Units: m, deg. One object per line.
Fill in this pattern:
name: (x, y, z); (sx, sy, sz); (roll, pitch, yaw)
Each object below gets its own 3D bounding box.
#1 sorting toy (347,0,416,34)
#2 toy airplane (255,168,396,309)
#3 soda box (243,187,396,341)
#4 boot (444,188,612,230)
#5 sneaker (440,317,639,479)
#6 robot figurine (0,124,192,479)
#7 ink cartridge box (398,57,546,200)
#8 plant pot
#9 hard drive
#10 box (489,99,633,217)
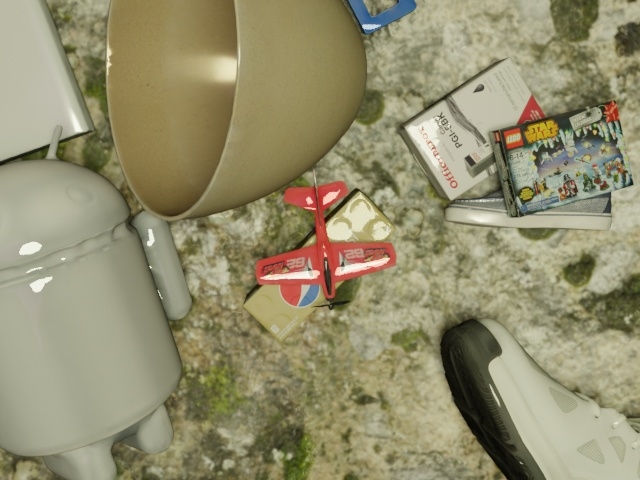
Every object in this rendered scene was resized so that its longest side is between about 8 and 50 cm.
sorting toy: (-0.009, -0.382, 0.763); (0.196, 0.047, 0.348); (-43, 97, 0)
toy airplane: (0.000, 0.000, 0.764); (0.151, 0.028, 0.151); (0, 96, -2)
soda box: (-0.001, 0.025, 0.812); (0.181, 0.058, 0.061); (-44, 96, 5)
boot: (0.231, -0.056, 0.806); (0.189, 0.069, 0.086); (2, 91, -9)
sneaker: (0.334, 0.215, 0.812); (0.257, 0.169, 0.448); (-37, 105, -5)
robot figurine: (-0.266, 0.071, 0.732); (0.199, 0.300, 0.354); (-2, 108, 43)
ink cartridge box: (0.168, -0.120, 0.794); (0.135, 0.056, 0.099); (-34, 98, 3)
plant pot: (-0.069, -0.165, 0.703); (0.190, 0.284, 0.284); (-5, 100, -36)
hard drive: (-0.395, -0.232, 0.778); (0.203, 0.040, 0.308); (-19, 98, 2)
box: (0.253, -0.085, 0.758); (0.137, 0.027, 0.094); (-16, 95, -10)
